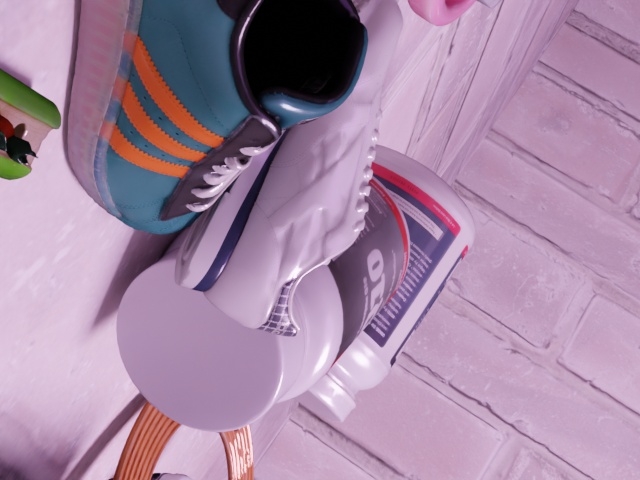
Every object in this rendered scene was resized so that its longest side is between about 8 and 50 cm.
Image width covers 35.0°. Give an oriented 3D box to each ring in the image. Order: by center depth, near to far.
[{"bbox_3d":[-0.153,0.298,1.094,0.336,0.032,0.336,2,90,-69],"label":"ring"}]

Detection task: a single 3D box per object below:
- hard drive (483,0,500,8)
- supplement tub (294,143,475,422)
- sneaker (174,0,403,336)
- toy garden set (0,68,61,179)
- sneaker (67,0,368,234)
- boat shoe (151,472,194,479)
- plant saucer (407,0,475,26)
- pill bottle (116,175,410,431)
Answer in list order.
[{"bbox_3d":[0.232,-0.385,1.204,0.203,0.040,0.307,-59,171,14],"label":"hard drive"},{"bbox_3d":[0.031,0.044,1.138,0.272,0.191,0.191,-55,171,-14],"label":"supplement tub"},{"bbox_3d":[-0.003,-0.052,0.669,0.235,0.095,0.090,-59,-168,1],"label":"sneaker"},{"bbox_3d":[-0.193,0.034,0.369,0.244,0.049,0.204,-57,171,-1],"label":"toy garden set"},{"bbox_3d":[-0.050,-0.076,0.516,0.108,0.121,0.302,-53,171,-30],"label":"sneaker"},{"bbox_3d":[-0.238,0.357,1.075,0.301,0.102,0.108,-58,141,-51],"label":"boat shoe"},{"bbox_3d":[0.147,-0.333,0.801,0.332,0.084,0.332,-54,170,-15],"label":"plant saucer"},{"bbox_3d":[-0.038,0.038,0.849,0.161,0.161,0.283,-61,170,26],"label":"pill bottle"}]
